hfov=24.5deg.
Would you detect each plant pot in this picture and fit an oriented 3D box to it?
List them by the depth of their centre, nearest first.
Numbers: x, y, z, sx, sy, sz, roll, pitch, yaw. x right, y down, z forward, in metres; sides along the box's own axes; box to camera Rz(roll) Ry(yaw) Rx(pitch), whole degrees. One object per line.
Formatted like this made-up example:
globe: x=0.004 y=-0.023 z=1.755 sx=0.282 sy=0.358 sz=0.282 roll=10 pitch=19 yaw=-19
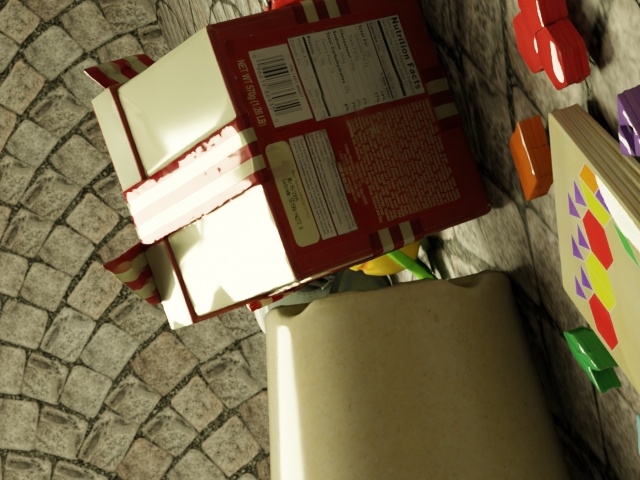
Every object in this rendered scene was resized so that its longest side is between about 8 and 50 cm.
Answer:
plant pot: x=0.084 y=0.192 z=1.294 sx=0.334 sy=0.334 sz=0.305 roll=142 pitch=119 yaw=-82

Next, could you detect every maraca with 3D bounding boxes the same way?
maraca: x=0.061 y=-0.008 z=1.559 sx=0.186 sy=0.099 sz=0.127 roll=39 pitch=-170 yaw=-26

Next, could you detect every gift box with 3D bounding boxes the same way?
gift box: x=-0.055 y=-0.075 z=1.292 sx=0.258 sy=0.276 sz=0.255 roll=-22 pitch=82 yaw=57

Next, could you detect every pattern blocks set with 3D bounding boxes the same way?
pattern blocks set: x=0.194 y=0.008 z=0.960 sx=0.325 sy=0.026 sz=0.285 roll=79 pitch=168 yaw=-50

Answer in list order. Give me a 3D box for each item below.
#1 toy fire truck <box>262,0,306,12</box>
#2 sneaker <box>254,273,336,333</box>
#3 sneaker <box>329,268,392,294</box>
toy fire truck: x=-0.023 y=-0.242 z=1.739 sx=0.192 sy=0.047 sz=0.135 roll=105 pitch=143 yaw=-78
sneaker: x=0.000 y=0.000 z=1.732 sx=0.178 sy=0.124 sz=0.295 roll=-138 pitch=55 yaw=-69
sneaker: x=0.095 y=0.147 z=1.810 sx=0.300 sy=0.111 sz=0.121 roll=67 pitch=155 yaw=12
